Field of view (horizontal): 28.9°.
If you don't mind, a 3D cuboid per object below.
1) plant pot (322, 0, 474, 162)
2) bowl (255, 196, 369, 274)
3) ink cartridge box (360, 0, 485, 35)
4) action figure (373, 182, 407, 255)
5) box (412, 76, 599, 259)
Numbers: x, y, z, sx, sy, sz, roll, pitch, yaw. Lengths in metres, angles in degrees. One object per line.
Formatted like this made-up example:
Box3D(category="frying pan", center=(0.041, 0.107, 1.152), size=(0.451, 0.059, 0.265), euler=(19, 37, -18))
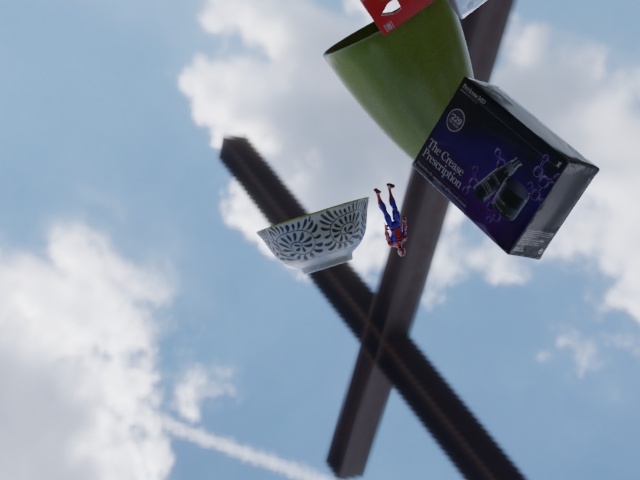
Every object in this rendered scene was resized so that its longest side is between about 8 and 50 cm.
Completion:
Box3D(category="plant pot", center=(0.191, -0.297, 2.432), size=(0.274, 0.294, 0.275), euler=(-27, -168, 6))
Box3D(category="bowl", center=(0.000, 0.000, 1.765), size=(0.170, 0.080, 0.170), euler=(-17, 180, 0))
Box3D(category="ink cartridge box", center=(0.206, -0.412, 2.011), size=(0.066, 0.261, 0.296), euler=(55, -172, 7))
Box3D(category="action figure", center=(0.109, -0.027, 1.864), size=(0.038, 0.115, 0.030), euler=(-25, -152, -17))
Box3D(category="box", center=(0.298, -0.121, 2.042), size=(0.103, 0.184, 0.261), euler=(10, -152, -47))
